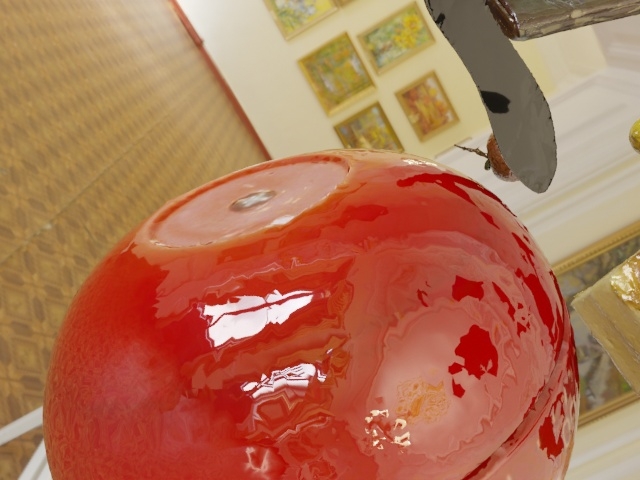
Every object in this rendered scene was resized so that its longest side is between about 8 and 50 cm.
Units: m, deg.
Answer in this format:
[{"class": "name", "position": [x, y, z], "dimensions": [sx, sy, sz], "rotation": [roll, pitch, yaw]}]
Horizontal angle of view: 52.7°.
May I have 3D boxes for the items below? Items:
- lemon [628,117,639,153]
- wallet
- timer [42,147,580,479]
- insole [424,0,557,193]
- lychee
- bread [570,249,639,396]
[{"class": "lemon", "position": [0.471, -0.148, 0.903], "dimensions": [0.062, 0.083, 0.062], "rotation": [175, -90, -77]}, {"class": "wallet", "position": [0.273, -0.256, 0.625], "dimensions": [0.031, 0.232, 0.122], "rotation": [78, -2, -53]}, {"class": "timer", "position": [-0.009, 0.090, 0.486], "dimensions": [0.378, 0.377, 0.279], "rotation": [-96, 166, -68]}, {"class": "insole", "position": [0.161, -0.142, 0.578], "dimensions": [0.005, 0.086, 0.253], "rotation": [8, -34, 50]}, {"class": "lychee", "position": [0.353, -0.171, 1.232], "dimensions": [0.140, 0.101, 0.114], "rotation": [21, -21, 38]}, {"class": "bread", "position": [0.682, 0.129, 1.224], "dimensions": [0.279, 0.278, 0.207], "rotation": [58, -12, 16]}]
